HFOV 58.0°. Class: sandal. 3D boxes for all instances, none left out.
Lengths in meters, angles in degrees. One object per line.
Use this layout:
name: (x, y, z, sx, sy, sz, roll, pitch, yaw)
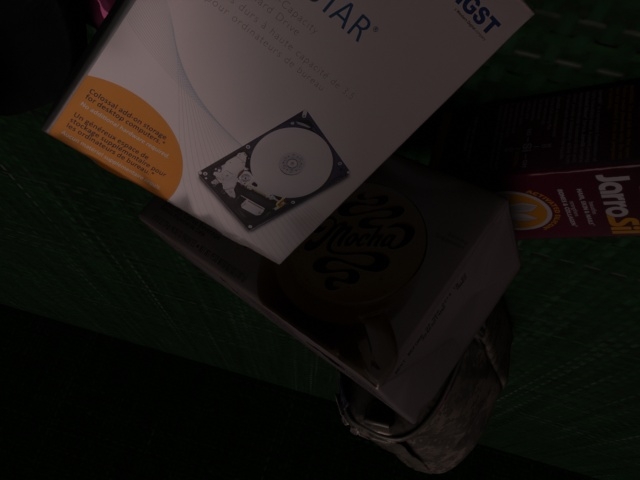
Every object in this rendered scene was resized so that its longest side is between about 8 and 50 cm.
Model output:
sandal: (-0.329, -0.126, 0.445, 0.445, 0.107, 0.167, -8, 141, 41)

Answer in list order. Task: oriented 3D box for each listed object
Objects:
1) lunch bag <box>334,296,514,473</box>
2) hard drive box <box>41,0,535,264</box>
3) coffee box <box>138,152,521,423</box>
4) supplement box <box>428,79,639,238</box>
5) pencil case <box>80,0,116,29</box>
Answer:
lunch bag: (0.147, 0.188, 0.837, 0.212, 0.256, 0.305, 4, 153, 26)
hard drive box: (-0.025, -0.121, 0.358, 0.181, 0.089, 0.232, 31, 118, -29)
coffee box: (0.000, 0.000, 0.522, 0.297, 0.168, 0.119, 30, 167, 35)
supplement box: (0.199, -0.060, 0.483, 0.188, 0.081, 0.104, -2, 150, 36)
pencil case: (-0.134, -0.193, 0.415, 0.209, 0.098, 0.095, 27, -161, -22)
